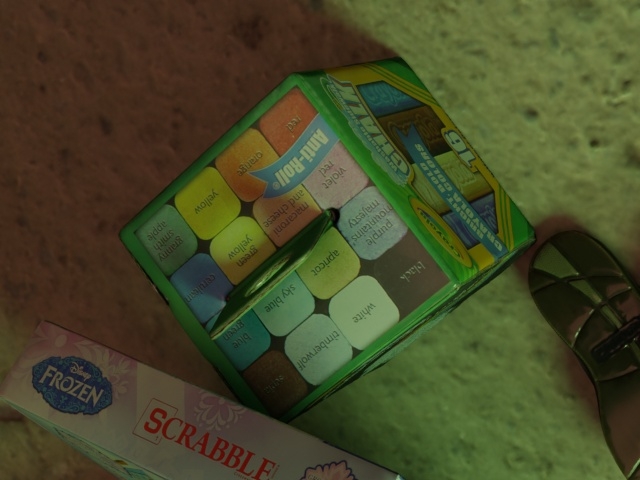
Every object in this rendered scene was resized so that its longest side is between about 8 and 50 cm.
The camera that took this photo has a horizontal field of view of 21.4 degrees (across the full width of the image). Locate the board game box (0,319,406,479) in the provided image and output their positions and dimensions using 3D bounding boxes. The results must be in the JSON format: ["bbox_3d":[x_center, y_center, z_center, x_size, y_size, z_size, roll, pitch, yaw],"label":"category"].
[{"bbox_3d":[-0.013,0.191,1.152,0.318,0.319,0.066,19,72,38],"label":"board game box"}]

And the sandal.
[{"bbox_3d":[0.225,0.092,1.224,0.090,0.060,0.219,-38,70,15],"label":"sandal"}]

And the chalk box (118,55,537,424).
[{"bbox_3d":[0.000,0.000,1.166,0.180,0.289,0.179,-40,82,20],"label":"chalk box"}]
